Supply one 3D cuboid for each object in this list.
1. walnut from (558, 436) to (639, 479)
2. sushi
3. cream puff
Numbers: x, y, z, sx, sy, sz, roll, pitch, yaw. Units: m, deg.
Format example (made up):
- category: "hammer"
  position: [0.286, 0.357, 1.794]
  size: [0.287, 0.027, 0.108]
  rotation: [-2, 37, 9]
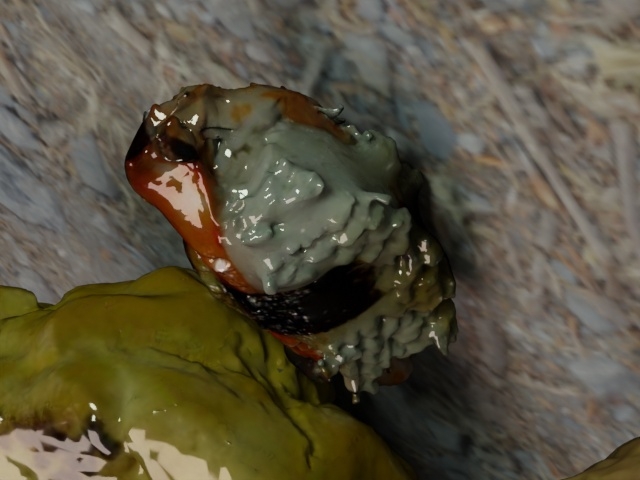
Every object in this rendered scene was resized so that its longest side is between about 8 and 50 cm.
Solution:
- category: "walnut"
  position: [0.187, 0.155, 0.732]
  size: [0.204, 0.141, 0.238]
  rotation: [54, 155, -2]
- category: "sushi"
  position: [0.003, 0.001, 0.786]
  size: [0.103, 0.097, 0.226]
  rotation: [28, 166, 36]
- category: "cream puff"
  position: [-0.076, 0.140, 0.962]
  size: [0.324, 0.257, 0.291]
  rotation: [38, 120, -4]
